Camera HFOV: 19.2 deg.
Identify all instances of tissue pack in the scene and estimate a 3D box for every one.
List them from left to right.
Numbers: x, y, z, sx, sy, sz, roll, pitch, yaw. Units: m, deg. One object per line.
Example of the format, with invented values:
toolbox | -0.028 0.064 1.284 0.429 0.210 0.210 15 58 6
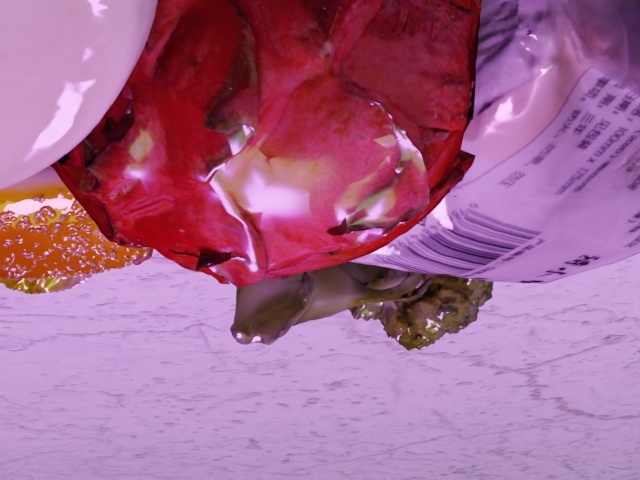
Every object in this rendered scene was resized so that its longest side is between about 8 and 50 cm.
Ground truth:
tissue pack | 0.189 -0.092 1.464 0.390 0.195 0.375 12 153 -41

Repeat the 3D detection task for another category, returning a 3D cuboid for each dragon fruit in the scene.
dragon fruit | -0.041 -0.119 1.232 0.302 0.295 0.295 9 160 3

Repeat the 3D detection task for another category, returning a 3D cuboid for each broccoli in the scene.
broccoli | 0.005 -0.026 1.639 0.186 0.254 0.302 -54 147 12

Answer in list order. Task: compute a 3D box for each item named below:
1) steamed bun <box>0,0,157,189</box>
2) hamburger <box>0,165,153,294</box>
steamed bun | -0.246 -0.243 0.736 0.290 0.371 0.456 -27 148 36
hamburger | -0.242 -0.026 1.701 0.210 0.116 0.173 -1 157 -5
